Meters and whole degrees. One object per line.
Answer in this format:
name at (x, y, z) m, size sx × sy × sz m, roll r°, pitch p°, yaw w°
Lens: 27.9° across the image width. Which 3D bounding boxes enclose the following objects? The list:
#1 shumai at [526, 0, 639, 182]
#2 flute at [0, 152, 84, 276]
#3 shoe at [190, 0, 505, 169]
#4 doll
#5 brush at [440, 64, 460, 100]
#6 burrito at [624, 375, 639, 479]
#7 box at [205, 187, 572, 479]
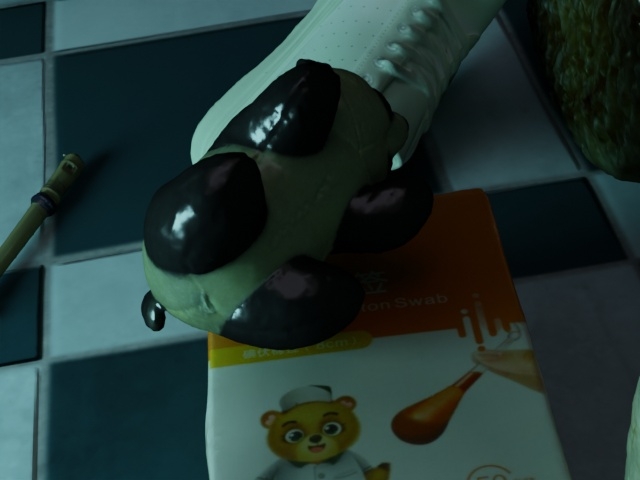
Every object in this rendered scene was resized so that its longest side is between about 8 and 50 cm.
shumai at (0.373, -0.242, 1.116) m, size 0.348 × 0.395 × 0.395 m, roll -9°, pitch 40°, yaw -1°
flute at (-0.271, -0.006, 1.174) m, size 0.027 × 0.027 × 0.233 m, roll 8°, pitch 41°, yaw 16°
shoe at (0.056, -0.146, 1.143) m, size 0.363 × 0.132 × 0.160 m, roll -40°, pitch 38°, yaw -4°
doll at (-0.024, -0.031, 0.861) m, size 0.135 × 0.143 × 0.234 m, roll -5°, pitch 38°, yaw 52°
brush at (0.077, -0.118, 1.247) m, size 0.072 × 0.067 × 0.313 m, roll 5°, pitch 50°, yaw 35°
burrito at (0.232, 0.143, 0.720) m, size 0.143 × 0.299 × 0.105 m, roll -8°, pitch 28°, yaw -22°
box at (0.037, 0.121, 0.890) m, size 0.225 × 0.143 × 0.341 m, roll -7°, pitch 38°, yaw 0°
